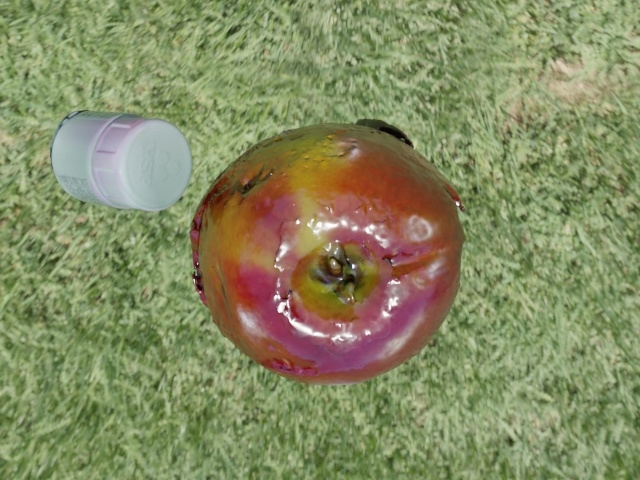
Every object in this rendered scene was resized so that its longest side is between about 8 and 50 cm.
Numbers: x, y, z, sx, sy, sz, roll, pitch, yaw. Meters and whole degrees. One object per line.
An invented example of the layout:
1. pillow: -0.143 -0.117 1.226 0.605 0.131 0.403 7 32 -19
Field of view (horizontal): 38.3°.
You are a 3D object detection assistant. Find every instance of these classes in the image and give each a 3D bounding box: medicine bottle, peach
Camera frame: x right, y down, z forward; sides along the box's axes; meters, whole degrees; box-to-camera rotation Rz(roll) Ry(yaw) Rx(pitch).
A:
1. medicine bottle: -0.273 -0.110 1.261 0.168 0.135 0.135 10 121 44
2. peach: 0.000 0.000 1.247 0.352 0.416 0.339 10 102 -4
